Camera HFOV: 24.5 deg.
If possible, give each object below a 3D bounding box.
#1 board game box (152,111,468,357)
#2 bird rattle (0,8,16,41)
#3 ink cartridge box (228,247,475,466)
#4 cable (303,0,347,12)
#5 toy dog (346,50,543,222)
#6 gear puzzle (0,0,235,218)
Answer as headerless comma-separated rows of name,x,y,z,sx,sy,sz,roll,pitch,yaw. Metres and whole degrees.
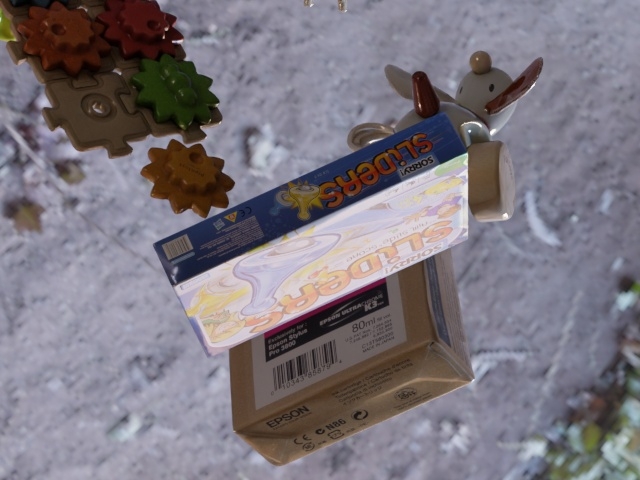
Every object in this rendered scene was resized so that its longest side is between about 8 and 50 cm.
board game box,0.000,0.000,0.966,0.201,0.035,0.136,-25,156,-5
bird rattle,-0.408,-0.249,1.610,0.207,0.143,0.253,-39,177,6
ink cartridge box,0.023,0.093,1.484,0.235,0.193,0.088,-27,134,20
cable,0.017,-0.384,1.620,0.140,0.072,0.287,-9,134,10
toy dog,0.136,-0.142,1.582,0.220,0.333,0.161,-9,115,0
gear puzzle,-0.183,-0.159,1.358,0.175,0.339,0.044,-14,153,-35
